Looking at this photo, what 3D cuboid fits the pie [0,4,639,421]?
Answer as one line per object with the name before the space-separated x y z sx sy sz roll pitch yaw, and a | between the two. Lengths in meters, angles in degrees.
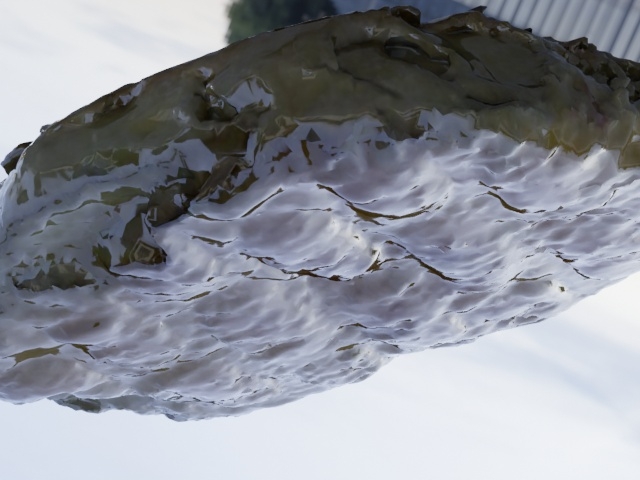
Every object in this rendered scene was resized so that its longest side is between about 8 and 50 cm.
pie | 0.000 0.000 0.388 0.195 0.195 0.046 11 -121 -49
